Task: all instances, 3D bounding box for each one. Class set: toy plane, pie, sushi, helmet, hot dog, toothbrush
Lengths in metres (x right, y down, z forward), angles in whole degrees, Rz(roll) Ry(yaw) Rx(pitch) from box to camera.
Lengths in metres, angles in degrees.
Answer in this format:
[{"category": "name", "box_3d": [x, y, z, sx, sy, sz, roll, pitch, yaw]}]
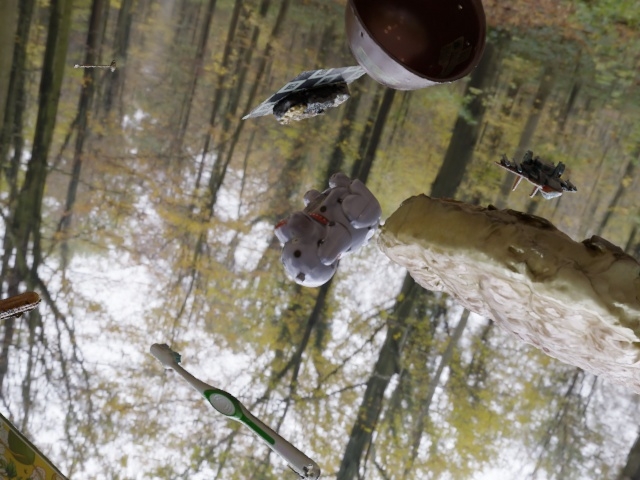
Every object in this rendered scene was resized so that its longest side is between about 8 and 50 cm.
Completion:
[{"category": "toy plane", "box_3d": [0.545, -0.154, 1.647, 0.223, 0.104, 0.326, 21, -172, -1]}, {"category": "pie", "box_3d": [0.217, 0.055, 0.650, 0.339, 0.083, 0.339, 28, 173, 4]}, {"category": "sushi", "box_3d": [-0.009, -0.261, 1.279, 0.215, 0.050, 0.192, -21, 177, -44]}, {"category": "helmet", "box_3d": [0.081, -0.234, 0.741, 0.175, 0.155, 0.106, 34, 157, -18]}, {"category": "hot dog", "box_3d": [-0.564, 0.125, 1.222, 0.122, 0.049, 0.037, -22, -109, -33]}, {"category": "toothbrush", "box_3d": [-0.165, 0.300, 1.219, 0.418, 0.042, 0.040, 31, -170, 29]}]

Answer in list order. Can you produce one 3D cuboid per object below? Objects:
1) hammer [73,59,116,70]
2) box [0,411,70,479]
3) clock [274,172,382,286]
[{"category": "hammer", "box_3d": [-0.548, -0.426, 1.650, 0.014, 0.029, 0.123, 31, -152, 24]}, {"category": "box", "box_3d": [-0.541, 0.414, 1.010, 0.420, 0.138, 0.373, 56, 180, -20]}, {"category": "clock", "box_3d": [-0.001, -0.003, 1.430, 0.189, 0.189, 0.254, 22, -137, 20]}]
